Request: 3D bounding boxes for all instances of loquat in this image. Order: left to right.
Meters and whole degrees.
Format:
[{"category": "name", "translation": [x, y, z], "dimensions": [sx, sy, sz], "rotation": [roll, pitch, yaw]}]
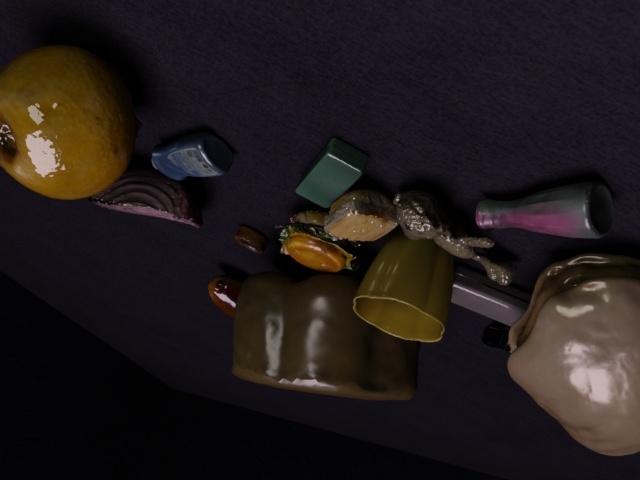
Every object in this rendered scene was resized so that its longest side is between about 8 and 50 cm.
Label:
[{"category": "loquat", "translation": [-0.448, -0.207, 1.238], "dimensions": [0.274, 0.275, 0.275], "rotation": [18, 155, 9]}]

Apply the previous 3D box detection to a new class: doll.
[{"category": "doll", "translation": [0.245, -0.003, 1.293], "dimensions": [0.202, 0.091, 0.285], "rotation": [42, -169, 32]}]

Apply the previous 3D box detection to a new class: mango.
[{"category": "mango", "translation": [-0.212, 0.179, 1.987], "dimensions": [0.267, 0.111, 0.133], "rotation": [37, 135, -27]}]

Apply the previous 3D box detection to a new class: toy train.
[{"category": "toy train", "translation": [0.420, 0.226, 1.579], "dimensions": [0.051, 0.052, 0.234], "rotation": [17, 175, -1]}]

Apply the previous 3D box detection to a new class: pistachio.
[{"category": "pistachio", "translation": [0.530, 0.215, 1.293], "dimensions": [0.365, 0.281, 0.446], "rotation": [-1, 129, 25]}]

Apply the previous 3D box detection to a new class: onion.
[{"category": "onion", "translation": [-0.378, -0.104, 1.578], "dimensions": [0.249, 0.112, 0.247], "rotation": [10, 177, 2]}]

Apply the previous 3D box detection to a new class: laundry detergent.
[{"category": "laundry detergent", "translation": [-0.272, -0.166, 1.402], "dimensions": [0.206, 0.061, 0.096], "rotation": [-2, 149, 41]}]

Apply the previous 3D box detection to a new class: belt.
[{"category": "belt", "translation": [-0.167, -0.003, 1.677], "dimensions": [0.083, 0.036, 0.059], "rotation": [37, 158, -28]}]

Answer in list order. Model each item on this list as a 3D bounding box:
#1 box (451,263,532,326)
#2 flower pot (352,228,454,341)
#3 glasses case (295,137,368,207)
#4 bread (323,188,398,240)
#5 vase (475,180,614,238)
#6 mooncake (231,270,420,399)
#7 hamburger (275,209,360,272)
[{"category": "box", "translation": [0.378, 0.129, 1.475], "dimensions": [0.243, 0.055, 0.103], "rotation": [22, 156, -1]}, {"category": "flower pot", "translation": [0.182, 0.083, 1.393], "dimensions": [0.195, 0.179, 0.195], "rotation": [20, 156, 9]}, {"category": "glasses case", "translation": [0.018, -0.120, 1.282], "dimensions": [0.077, 0.040, 0.184], "rotation": [27, 155, -11]}, {"category": "bread", "translation": [0.079, -0.051, 1.306], "dimensions": [0.125, 0.082, 0.106], "rotation": [11, 147, -28]}, {"category": "vase", "translation": [0.352, -0.045, 1.123], "dimensions": [0.214, 0.086, 0.086], "rotation": [-1, 147, 49]}, {"category": "mooncake", "translation": [0.016, 0.236, 1.664], "dimensions": [0.466, 0.263, 0.467], "rotation": [7, 167, 2]}, {"category": "hamburger", "translation": [0.002, 0.002, 1.479], "dimensions": [0.189, 0.093, 0.164], "rotation": [31, 156, -18]}]
